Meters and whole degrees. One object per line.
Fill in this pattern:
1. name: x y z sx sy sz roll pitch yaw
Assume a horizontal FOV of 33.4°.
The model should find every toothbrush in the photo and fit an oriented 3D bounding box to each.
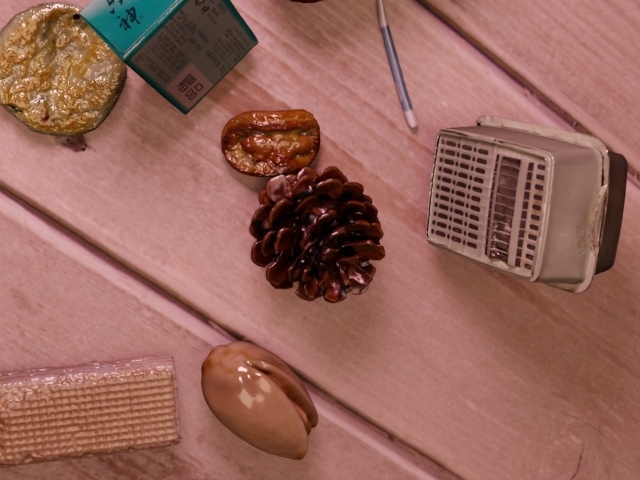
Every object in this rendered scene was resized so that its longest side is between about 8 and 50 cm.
1. toothbrush: 0.097 -0.293 1.562 0.025 0.019 0.276 -17 107 -2

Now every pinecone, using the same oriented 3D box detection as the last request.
1. pinecone: 0.000 0.000 1.527 0.207 0.208 0.208 -3 104 -11

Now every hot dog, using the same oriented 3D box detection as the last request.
1. hot dog: -0.070 -0.144 1.542 0.147 0.065 0.099 -3 114 -13

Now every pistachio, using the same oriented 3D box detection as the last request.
1. pistachio: -0.092 0.240 1.602 0.144 0.144 0.215 -39 114 0

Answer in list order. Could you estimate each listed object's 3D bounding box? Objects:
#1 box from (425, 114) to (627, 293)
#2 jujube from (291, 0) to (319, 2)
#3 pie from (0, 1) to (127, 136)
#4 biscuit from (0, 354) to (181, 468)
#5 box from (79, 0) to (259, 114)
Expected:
1. box: 0.291 -0.057 1.526 0.166 0.290 0.221 -4 106 -32
2. jujube: 0.059 -0.448 1.416 0.318 0.223 0.223 -32 108 7
3. pie: -0.361 -0.234 1.469 0.186 0.041 0.187 -3 104 -12
4. biscuit: -0.421 0.254 1.560 0.425 0.078 0.144 -6 104 -11
5. box: -0.188 -0.276 1.387 0.153 0.245 0.092 -44 75 1
